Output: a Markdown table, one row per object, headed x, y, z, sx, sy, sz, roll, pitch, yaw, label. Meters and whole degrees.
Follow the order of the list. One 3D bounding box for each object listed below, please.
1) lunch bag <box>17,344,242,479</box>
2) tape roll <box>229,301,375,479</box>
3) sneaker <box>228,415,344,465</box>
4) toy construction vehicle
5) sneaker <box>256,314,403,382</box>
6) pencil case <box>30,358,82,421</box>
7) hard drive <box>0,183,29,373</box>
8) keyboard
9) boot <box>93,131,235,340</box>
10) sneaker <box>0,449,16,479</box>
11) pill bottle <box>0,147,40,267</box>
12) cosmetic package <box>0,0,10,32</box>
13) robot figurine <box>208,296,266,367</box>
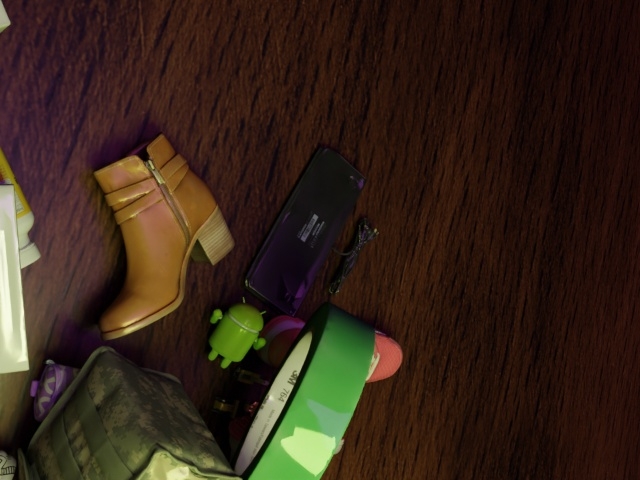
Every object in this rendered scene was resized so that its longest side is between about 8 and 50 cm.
| x | y | z | sx | sy | sz | roll | pitch | yaw | label |
| --- | --- | --- | --- | --- | --- | --- | --- | --- | --- |
| -0.276 | 0.320 | 0.881 | 0.169 | 0.235 | 0.287 | 36 | 92 | -39 | lunch bag |
| -0.035 | 0.242 | 0.978 | 0.077 | 0.321 | 0.321 | 28 | 71 | -4 | tape roll |
| -0.066 | 0.366 | 1.217 | 0.252 | 0.103 | 0.111 | 10 | 101 | -42 | sneaker |
| -0.128 | 0.265 | 1.201 | 0.098 | 0.035 | 0.086 | 28 | 74 | -35 | toy construction vehicle |
| 0.038 | 0.224 | 1.252 | 0.313 | 0.136 | 0.116 | 12 | 105 | -35 | sneaker |
| -0.315 | 0.238 | 1.022 | 0.206 | 0.088 | 0.087 | 24 | 66 | -34 | pencil case |
| -0.535 | 0.059 | 0.807 | 0.352 | 0.047 | 0.233 | -5 | 99 | -22 | hard drive |
| 0.000 | 0.000 | 1.302 | 0.201 | 0.033 | 0.317 | 39 | 68 | -26 | keyboard |
| -0.267 | -0.010 | 1.043 | 0.283 | 0.109 | 0.220 | -44 | 117 | -31 | boot |
| -0.496 | 0.378 | 0.882 | 0.145 | 0.090 | 0.270 | 35 | 67 | -30 | sneaker |
| -0.440 | -0.047 | 0.914 | 0.103 | 0.103 | 0.184 | -31 | 109 | -33 | pill bottle |
| -0.522 | -0.289 | 0.861 | 0.231 | 0.085 | 0.118 | -29 | 108 | -33 | cosmetic package |
| -0.139 | 0.152 | 1.158 | 0.101 | 0.067 | 0.115 | 33 | 95 | -3 | robot figurine |
